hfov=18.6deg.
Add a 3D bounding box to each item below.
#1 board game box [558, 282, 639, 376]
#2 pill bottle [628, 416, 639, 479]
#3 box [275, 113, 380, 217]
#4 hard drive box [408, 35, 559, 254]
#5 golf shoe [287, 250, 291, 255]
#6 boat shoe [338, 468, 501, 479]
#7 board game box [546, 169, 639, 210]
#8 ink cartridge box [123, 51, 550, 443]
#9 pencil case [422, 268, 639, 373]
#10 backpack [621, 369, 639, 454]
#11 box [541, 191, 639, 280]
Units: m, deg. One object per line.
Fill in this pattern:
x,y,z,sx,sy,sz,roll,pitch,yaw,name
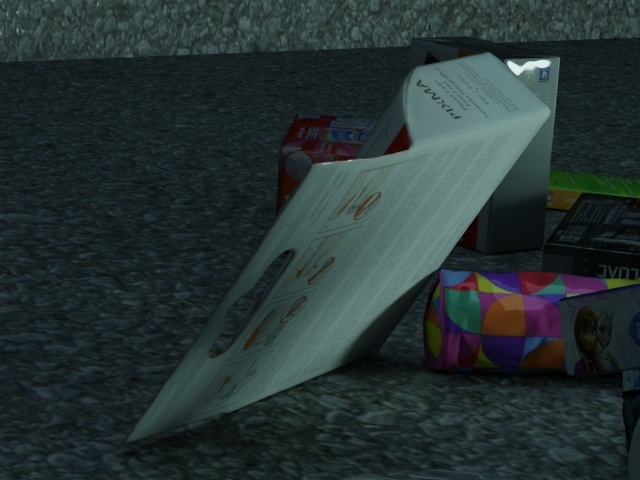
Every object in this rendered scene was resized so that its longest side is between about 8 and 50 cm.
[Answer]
0.393,0.042,1.420,0.318,0.065,0.319,-4,-5,-28,board game box
0.367,0.157,1.361,0.283,0.161,0.161,-4,15,-30,pill bottle
0.020,-0.069,2.314,0.128,0.122,0.257,4,13,3,box
0.187,-0.117,2.328,0.089,0.232,0.181,-6,16,-34,hard drive box
0.021,0.032,2.061,0.086,0.069,0.176,20,9,-25,golf shoe
0.135,0.202,1.215,0.320,0.118,0.103,6,16,41,boat shoe
0.380,-0.061,2.570,0.259,0.039,0.124,4,14,14,board game box
0.000,0.000,1.628,0.091,0.308,0.385,46,30,19,ink cartridge box
0.213,0.075,1.807,0.236,0.104,0.104,2,13,-10,pencil case
0.294,0.122,1.590,0.105,0.114,0.084,-1,-6,-11,backpack
0.381,0.021,2.130,0.243,0.076,0.307,6,13,13,box
